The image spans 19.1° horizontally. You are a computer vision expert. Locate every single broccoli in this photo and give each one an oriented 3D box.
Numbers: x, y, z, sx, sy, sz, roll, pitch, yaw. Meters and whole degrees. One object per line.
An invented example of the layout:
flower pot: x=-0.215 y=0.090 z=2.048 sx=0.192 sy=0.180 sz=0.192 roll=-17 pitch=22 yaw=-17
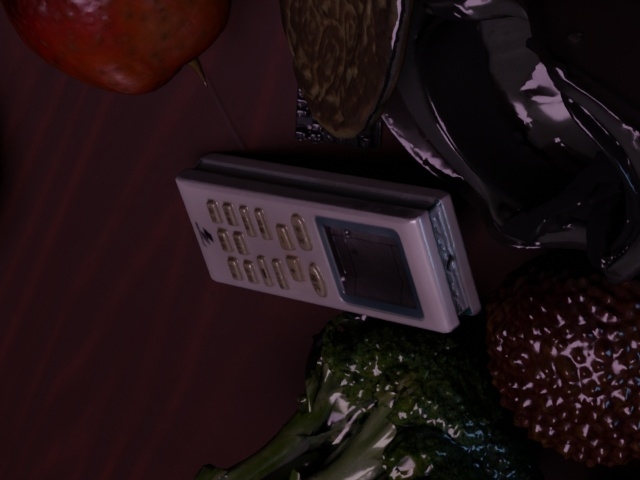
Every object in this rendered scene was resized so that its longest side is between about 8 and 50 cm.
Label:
broccoli: x=0.045 y=0.224 z=1.520 sx=0.283 sy=0.304 sz=0.321 roll=-11 pitch=130 yaw=-8

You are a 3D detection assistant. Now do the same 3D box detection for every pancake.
pancake: x=0.007 y=-0.192 z=1.344 sx=0.031 sy=0.250 sz=0.250 roll=-11 pitch=126 yaw=-20

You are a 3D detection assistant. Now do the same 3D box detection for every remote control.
remote control: x=0.000 y=0.000 z=1.498 sx=0.277 sy=0.055 sz=0.103 roll=12 pitch=128 yaw=46

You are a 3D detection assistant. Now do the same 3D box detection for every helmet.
helmet: x=0.176 y=-0.119 z=1.327 sx=0.305 sy=0.177 sz=0.225 roll=34 pitch=154 yaw=45

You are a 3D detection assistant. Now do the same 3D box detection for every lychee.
lychee: x=0.214 y=0.085 z=1.442 sx=0.188 sy=0.188 sz=0.188 roll=11 pitch=124 yaw=17

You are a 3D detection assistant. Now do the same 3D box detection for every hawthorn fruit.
hawthorn fruit: x=-0.142 y=-0.191 z=1.434 sx=0.179 sy=0.179 sz=0.200 roll=-27 pitch=124 yaw=34

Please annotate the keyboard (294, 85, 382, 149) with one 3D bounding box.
keyboard: x=0.018 y=-0.171 z=1.465 sx=0.072 sy=0.023 sz=0.231 roll=13 pitch=125 yaw=13
